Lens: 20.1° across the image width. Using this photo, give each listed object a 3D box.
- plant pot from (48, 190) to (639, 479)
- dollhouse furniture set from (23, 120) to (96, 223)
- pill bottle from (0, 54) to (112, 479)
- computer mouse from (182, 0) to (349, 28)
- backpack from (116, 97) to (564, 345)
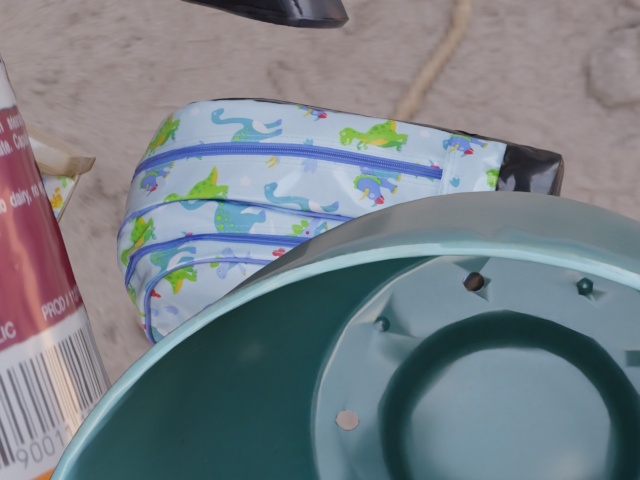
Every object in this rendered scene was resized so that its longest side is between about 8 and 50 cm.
[{"bbox_3d":[0.065,0.112,0.668,0.293,0.235,0.293,3,105,10],"label":"plant pot"},{"bbox_3d":[-0.237,0.104,1.103,0.394,0.256,0.362,25,92,-2],"label":"dollhouse furniture set"},{"bbox_3d":[-0.242,-0.031,0.791,0.224,0.224,0.392,-19,96,-10],"label":"pill bottle"},{"bbox_3d":[-0.108,-0.240,1.620,0.184,0.262,0.060,-3,107,-42],"label":"computer mouse"},{"bbox_3d":[0.000,0.000,1.592,0.356,0.290,0.273,25,68,4],"label":"backpack"}]
